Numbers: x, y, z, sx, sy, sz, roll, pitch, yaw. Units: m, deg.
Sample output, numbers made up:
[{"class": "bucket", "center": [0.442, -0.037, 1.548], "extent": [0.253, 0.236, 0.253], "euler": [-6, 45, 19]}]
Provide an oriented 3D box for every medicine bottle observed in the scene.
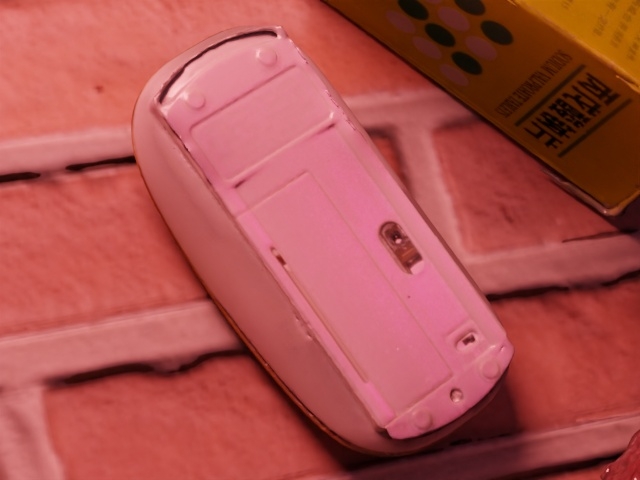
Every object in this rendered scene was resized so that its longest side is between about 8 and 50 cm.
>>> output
[{"class": "medicine bottle", "center": [0.121, -0.147, 1.021], "extent": [0.250, 0.137, 0.141], "euler": [35, 66, -4]}]

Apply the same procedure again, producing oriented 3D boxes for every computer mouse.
[{"class": "computer mouse", "center": [0.000, 0.000, 0.976], "extent": [0.126, 0.056, 0.245], "euler": [-35, 85, -25]}]

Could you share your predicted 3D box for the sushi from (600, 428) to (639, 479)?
[{"class": "sushi", "center": [0.187, 0.214, 0.944], "extent": [0.161, 0.107, 0.241], "euler": [39, 65, -7]}]
